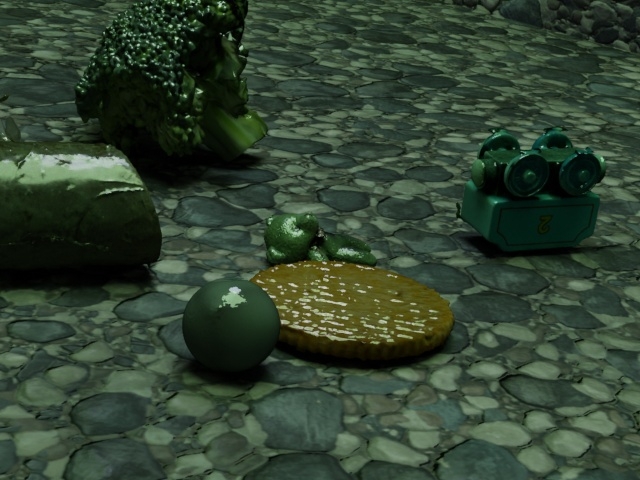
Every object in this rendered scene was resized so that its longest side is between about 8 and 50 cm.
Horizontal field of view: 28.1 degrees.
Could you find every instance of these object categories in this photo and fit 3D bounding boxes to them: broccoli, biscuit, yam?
[{"bbox_3d":[-0.229,-0.258,2.004,0.317,0.338,0.277,35,58,13],"label":"broccoli"},{"bbox_3d":[0.032,0.082,1.519,0.254,0.035,0.254,7,20,-3],"label":"biscuit"},{"bbox_3d":[-0.354,-0.039,1.548,0.304,0.168,0.168,-3,23,-19],"label":"yam"}]

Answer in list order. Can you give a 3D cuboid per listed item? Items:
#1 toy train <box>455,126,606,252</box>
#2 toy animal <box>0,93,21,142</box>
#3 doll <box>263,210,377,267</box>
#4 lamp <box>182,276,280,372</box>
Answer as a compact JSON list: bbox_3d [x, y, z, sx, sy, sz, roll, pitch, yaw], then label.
[{"bbox_3d":[0.301,-0.068,1.815,0.203,0.163,0.112,-3,25,-20],"label":"toy train"},{"bbox_3d":[-0.499,-0.174,1.939,0.155,0.095,0.219,14,23,30],"label":"toy animal"},{"bbox_3d":[0.000,0.000,1.683,0.150,0.077,0.115,13,29,-15],"label":"doll"},{"bbox_3d":[-0.095,0.090,1.365,0.105,0.105,0.105,6,21,-2],"label":"lamp"}]
